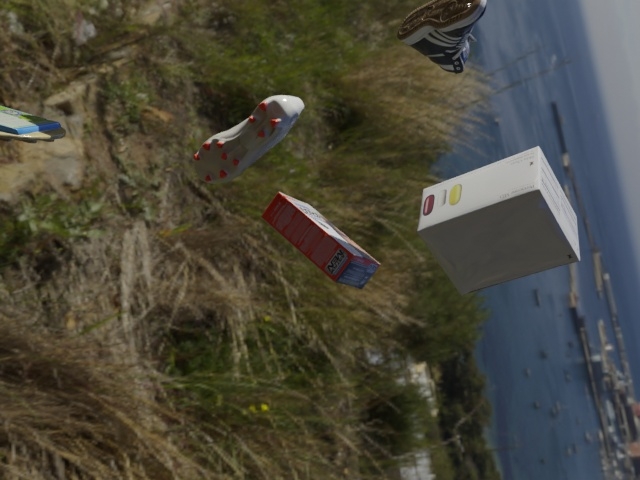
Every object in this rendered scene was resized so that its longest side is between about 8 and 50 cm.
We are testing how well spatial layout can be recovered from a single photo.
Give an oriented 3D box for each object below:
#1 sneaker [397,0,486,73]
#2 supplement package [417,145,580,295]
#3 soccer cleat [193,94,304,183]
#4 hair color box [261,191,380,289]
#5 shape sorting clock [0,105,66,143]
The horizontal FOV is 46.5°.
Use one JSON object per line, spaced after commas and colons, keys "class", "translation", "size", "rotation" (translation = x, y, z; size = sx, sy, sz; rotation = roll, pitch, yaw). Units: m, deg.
{"class": "sneaker", "translation": [0.292, -0.436, 1.564], "size": [0.153, 0.282, 0.099], "rotation": [31, 81, -22]}
{"class": "supplement package", "translation": [0.363, -0.034, 1.525], "size": [0.204, 0.262, 0.145], "rotation": [51, 34, -29]}
{"class": "soccer cleat", "translation": [-0.100, -0.137, 1.038], "size": [0.076, 0.196, 0.068], "rotation": [-26, 86, -53]}
{"class": "hair color box", "translation": [0.000, 0.000, 1.117], "size": [0.167, 0.053, 0.093], "rotation": [42, 11, 28]}
{"class": "shape sorting clock", "translation": [-0.546, -0.196, 1.282], "size": [0.206, 0.206, 0.040], "rotation": [-27, 134, -67]}
